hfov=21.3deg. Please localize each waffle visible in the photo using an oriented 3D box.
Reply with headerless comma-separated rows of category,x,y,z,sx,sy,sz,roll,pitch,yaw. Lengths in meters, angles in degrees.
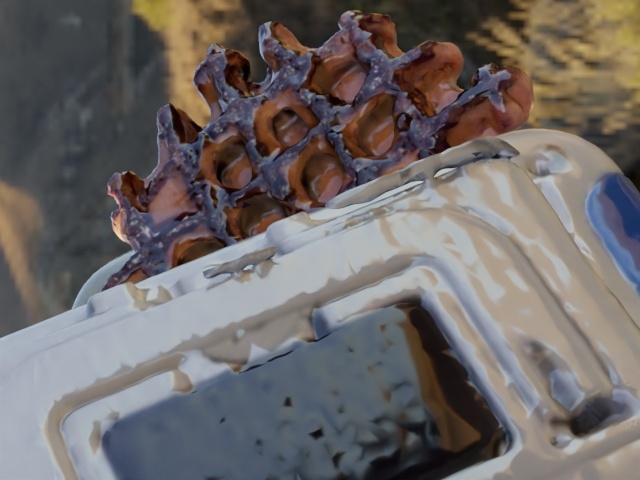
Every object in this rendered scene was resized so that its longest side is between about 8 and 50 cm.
waffle,0.000,0.000,0.805,0.055,0.221,0.234,39,-121,-63

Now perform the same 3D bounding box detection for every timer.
timer,0.001,0.073,0.446,0.178,0.253,0.078,58,165,34

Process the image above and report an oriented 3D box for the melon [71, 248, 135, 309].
melon,-0.019,0.112,1.040,0.268,0.330,0.268,176,90,-73
